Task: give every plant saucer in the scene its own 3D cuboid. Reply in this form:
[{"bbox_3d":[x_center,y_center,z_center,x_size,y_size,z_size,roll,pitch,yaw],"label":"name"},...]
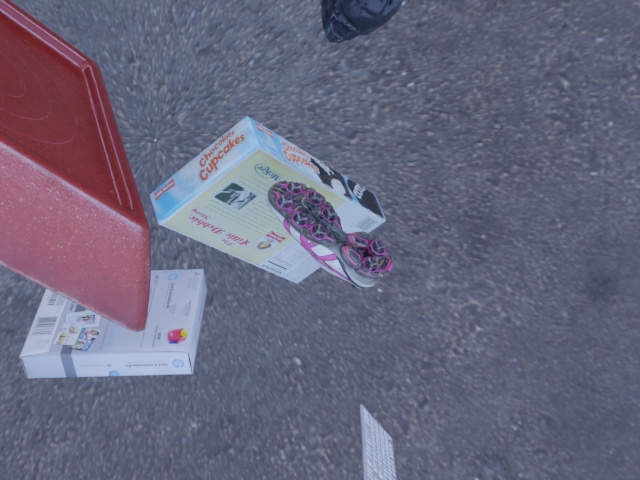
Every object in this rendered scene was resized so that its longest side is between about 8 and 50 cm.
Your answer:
[{"bbox_3d":[-0.201,-0.094,0.509,0.048,0.258,0.259,-44,130,14],"label":"plant saucer"}]

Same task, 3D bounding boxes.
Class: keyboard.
[{"bbox_3d":[0.077,0.295,1.214,0.014,0.256,0.072,-33,101,9],"label":"keyboard"}]

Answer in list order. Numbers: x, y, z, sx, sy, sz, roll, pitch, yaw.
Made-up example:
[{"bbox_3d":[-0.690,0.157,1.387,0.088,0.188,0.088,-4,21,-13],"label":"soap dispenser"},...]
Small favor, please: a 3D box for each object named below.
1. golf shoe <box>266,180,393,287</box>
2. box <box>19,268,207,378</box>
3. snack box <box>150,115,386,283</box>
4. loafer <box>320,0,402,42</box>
[{"bbox_3d":[0.000,0.000,1.181,0.186,0.086,0.067,39,53,-7],"label":"golf shoe"},{"bbox_3d":[-0.231,0.092,1.057,0.186,0.145,0.038,-3,127,3],"label":"box"},{"bbox_3d":[-0.066,-0.046,1.334,0.187,0.060,0.322,-35,146,21],"label":"snack box"},{"bbox_3d":[0.038,-0.266,0.799,0.076,0.078,0.223,28,54,-27],"label":"loafer"}]
